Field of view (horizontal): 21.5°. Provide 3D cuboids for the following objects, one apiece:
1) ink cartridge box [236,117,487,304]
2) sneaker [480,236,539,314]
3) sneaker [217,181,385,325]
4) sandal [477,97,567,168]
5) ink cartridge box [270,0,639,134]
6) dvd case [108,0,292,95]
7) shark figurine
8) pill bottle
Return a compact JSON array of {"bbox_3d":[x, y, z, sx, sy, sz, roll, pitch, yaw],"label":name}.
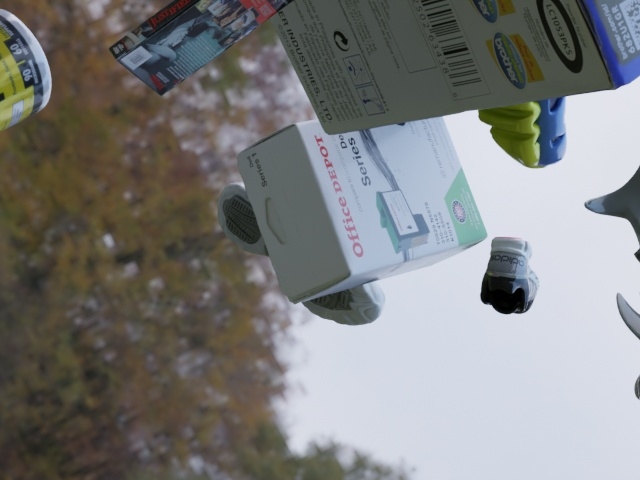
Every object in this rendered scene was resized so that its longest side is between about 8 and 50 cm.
[{"bbox_3d":[0.043,-0.042,1.660,0.093,0.219,0.160,-26,-97,42],"label":"ink cartridge box"},{"bbox_3d":[0.220,0.058,1.996,0.063,0.074,0.170,12,-22,13],"label":"sneaker"},{"bbox_3d":[0.000,0.000,1.871,0.232,0.115,0.090,42,-49,22],"label":"sneaker"},{"bbox_3d":[0.197,-0.214,1.442,0.126,0.138,0.317,-136,-142,-59],"label":"sandal"},{"bbox_3d":[0.103,-0.228,1.110,0.395,0.151,0.270,-3,-63,60],"label":"ink cartridge box"},{"bbox_3d":[-0.071,-0.141,1.079,0.013,0.119,0.087,55,6,17],"label":"dvd case"},{"bbox_3d":[0.385,0.055,1.792,0.116,0.166,0.278,-24,-123,33],"label":"shark figurine"},{"bbox_3d":[-0.385,-0.142,1.694,0.119,0.208,0.119,29,-43,32],"label":"pill bottle"}]
